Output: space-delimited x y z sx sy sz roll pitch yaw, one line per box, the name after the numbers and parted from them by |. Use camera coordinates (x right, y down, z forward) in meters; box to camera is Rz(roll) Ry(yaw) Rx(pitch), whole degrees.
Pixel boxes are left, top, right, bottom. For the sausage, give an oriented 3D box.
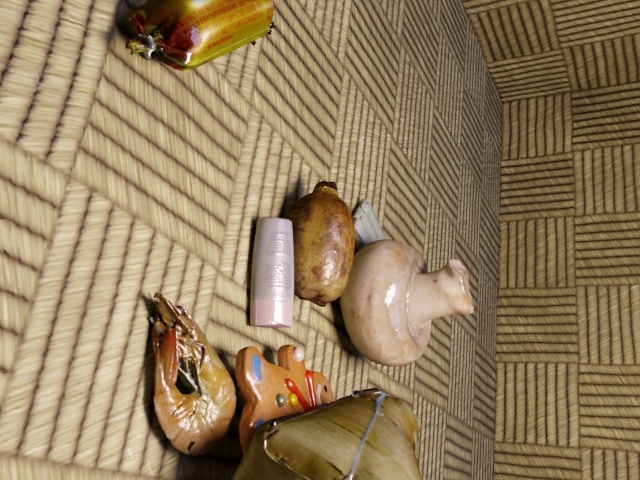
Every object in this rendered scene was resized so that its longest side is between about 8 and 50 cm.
-0.187 -0.327 1.008 0.125 0.117 0.317 59 36 -16 | sausage

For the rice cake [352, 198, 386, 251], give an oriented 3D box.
0.126 0.010 1.646 0.211 0.038 0.124 62 36 -37 | rice cake

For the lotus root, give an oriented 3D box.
0.000 0.000 1.293 0.145 0.128 0.260 19 70 -31 | lotus root

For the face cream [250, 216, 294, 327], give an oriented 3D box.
-0.087 0.060 1.198 0.084 0.057 0.198 8 79 -29 | face cream

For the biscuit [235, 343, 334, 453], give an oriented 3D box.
-0.046 0.279 1.152 0.324 0.049 0.205 34 44 -59 | biscuit

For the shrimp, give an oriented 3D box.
-0.200 0.196 0.970 0.145 0.061 0.267 -37 121 -48 | shrimp

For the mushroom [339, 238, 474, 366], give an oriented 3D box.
0.196 0.139 1.487 0.297 0.290 0.298 19 68 -60 | mushroom

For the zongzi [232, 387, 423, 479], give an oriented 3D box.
0.121 0.377 0.986 0.356 0.393 0.174 -6 115 -58 | zongzi
